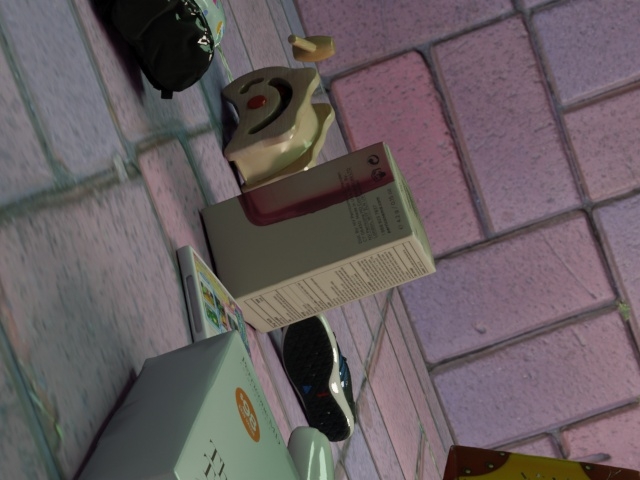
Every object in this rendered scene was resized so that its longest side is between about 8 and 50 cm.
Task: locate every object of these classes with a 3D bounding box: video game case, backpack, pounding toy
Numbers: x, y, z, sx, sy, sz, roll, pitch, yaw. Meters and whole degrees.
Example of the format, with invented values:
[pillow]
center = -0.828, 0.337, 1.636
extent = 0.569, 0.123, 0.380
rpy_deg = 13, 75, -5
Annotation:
[video game case]
center = -0.105, 0.100, 1.480
extent = 0.157, 0.019, 0.143
rpy_deg = 57, 16, -56
[backpack]
center = -0.172, -0.264, 1.549
extent = 0.182, 0.115, 0.152
rpy_deg = -103, 167, -54
[pounding toy]
center = -0.080, -0.201, 1.960
extent = 0.269, 0.154, 0.155
rpy_deg = -70, 144, -47

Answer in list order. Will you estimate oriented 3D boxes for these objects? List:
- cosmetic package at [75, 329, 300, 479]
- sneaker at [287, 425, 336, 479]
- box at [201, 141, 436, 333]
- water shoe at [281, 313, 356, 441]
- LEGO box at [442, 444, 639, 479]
[cosmetic package]
center = -0.054, 0.292, 1.081
extent = 0.284, 0.097, 0.377
rpy_deg = -79, 148, -74
[sneaker]
center = 0.032, 0.315, 1.319
extent = 0.106, 0.123, 0.290
rpy_deg = 7, 77, -84
[box]
center = 0.000, 0.000, 1.643
extent = 0.148, 0.232, 0.127
rpy_deg = 52, 20, -66
[water shoe]
center = -0.002, 0.163, 1.814
extent = 0.080, 0.073, 0.203
rpy_deg = -72, 153, -61
[LEGO box]
center = 0.177, 0.478, 1.206
extent = 0.500, 0.193, 0.372
rpy_deg = -83, -179, -62
